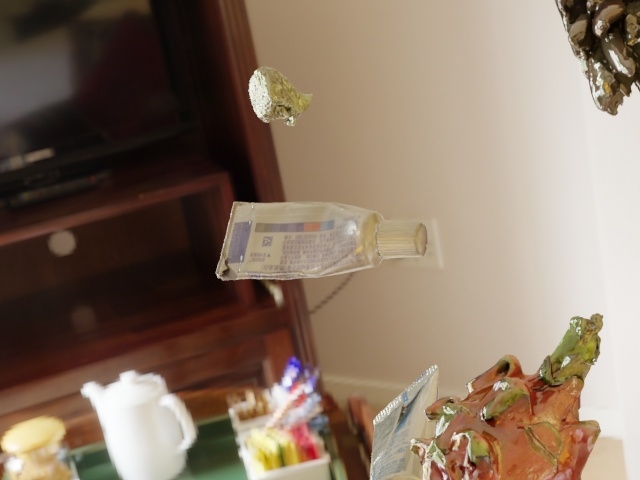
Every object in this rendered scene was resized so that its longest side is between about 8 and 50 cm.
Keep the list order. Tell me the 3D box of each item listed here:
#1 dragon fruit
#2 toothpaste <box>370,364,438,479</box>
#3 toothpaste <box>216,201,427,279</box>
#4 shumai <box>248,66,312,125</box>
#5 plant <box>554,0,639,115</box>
[{"bbox_3d":[0.164,0.158,0.954,0.236,0.135,0.137,-62,17,-18],"label":"dragon fruit"},{"bbox_3d":[0.095,0.246,1.311,0.114,0.073,0.299,-47,11,19],"label":"toothpaste"},{"bbox_3d":[-0.001,0.001,1.449,0.282,0.068,0.099,-1,35,28],"label":"toothpaste"},{"bbox_3d":[-0.050,-0.199,1.578,0.080,0.082,0.083,-10,-4,-22],"label":"shumai"},{"bbox_3d":[0.412,-0.314,1.566,0.182,0.194,0.320,-23,48,12],"label":"plant"}]
